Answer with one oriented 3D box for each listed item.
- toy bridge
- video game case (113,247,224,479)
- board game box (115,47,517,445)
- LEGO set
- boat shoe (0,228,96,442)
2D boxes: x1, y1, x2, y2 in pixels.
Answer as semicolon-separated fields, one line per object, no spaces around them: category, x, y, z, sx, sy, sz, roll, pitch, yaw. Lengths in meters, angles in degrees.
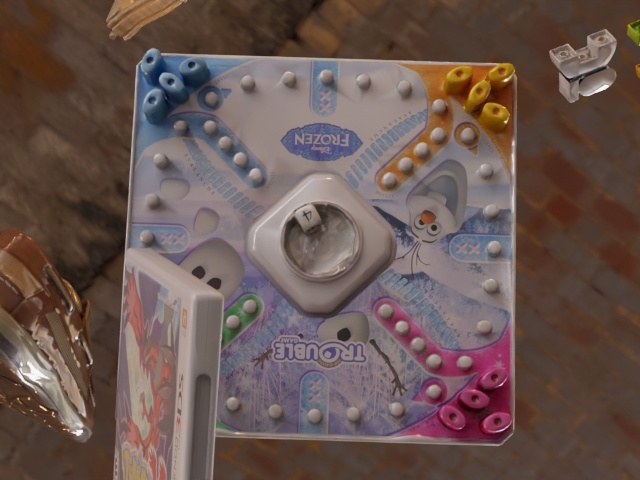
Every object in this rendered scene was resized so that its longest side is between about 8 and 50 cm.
toy bridge;-0.099;-0.201;1.151;0.026;0.063;0.188;38;-51;-21
video game case;-0.101;0.108;0.996;0.023;0.201;0.183;2;-83;-18
board game box;0.000;0.000;1.548;0.390;0.050;0.390;2;-103;0
LEGO set;0.321;-0.148;1.380;0.227;0.087;0.093;-22;-43;-12
boat shoe;-0.253;0.092;1.431;0.116;0.123;0.324;-60;-14;-20
